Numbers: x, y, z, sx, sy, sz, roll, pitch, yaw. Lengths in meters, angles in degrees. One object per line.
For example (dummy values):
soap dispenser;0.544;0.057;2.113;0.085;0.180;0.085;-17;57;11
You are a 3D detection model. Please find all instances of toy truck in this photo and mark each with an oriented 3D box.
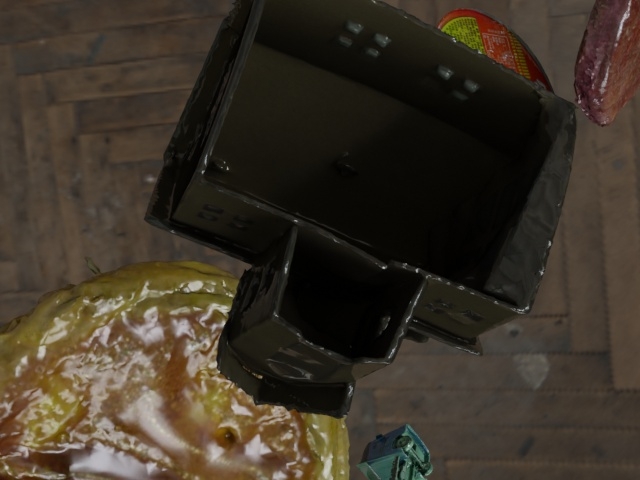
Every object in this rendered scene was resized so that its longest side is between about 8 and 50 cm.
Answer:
toy truck;0.088;0.318;1.653;0.081;0.175;0.067;-23;121;26

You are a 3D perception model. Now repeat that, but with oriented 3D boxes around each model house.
model house;0.000;0.000;0.781;0.211;0.243;0.204;23;72;-9

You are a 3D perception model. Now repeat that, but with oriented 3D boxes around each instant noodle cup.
instant noodle cup;0.106;-0.107;1.349;0.212;0.193;0.193;-29;85;42

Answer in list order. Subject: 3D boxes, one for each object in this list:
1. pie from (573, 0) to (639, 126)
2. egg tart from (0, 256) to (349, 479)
pie;0.309;-0.205;1.329;0.049;0.182;0.182;21;105;23
egg tart;-0.150;0.169;1.082;0.153;0.351;0.339;19;126;62
